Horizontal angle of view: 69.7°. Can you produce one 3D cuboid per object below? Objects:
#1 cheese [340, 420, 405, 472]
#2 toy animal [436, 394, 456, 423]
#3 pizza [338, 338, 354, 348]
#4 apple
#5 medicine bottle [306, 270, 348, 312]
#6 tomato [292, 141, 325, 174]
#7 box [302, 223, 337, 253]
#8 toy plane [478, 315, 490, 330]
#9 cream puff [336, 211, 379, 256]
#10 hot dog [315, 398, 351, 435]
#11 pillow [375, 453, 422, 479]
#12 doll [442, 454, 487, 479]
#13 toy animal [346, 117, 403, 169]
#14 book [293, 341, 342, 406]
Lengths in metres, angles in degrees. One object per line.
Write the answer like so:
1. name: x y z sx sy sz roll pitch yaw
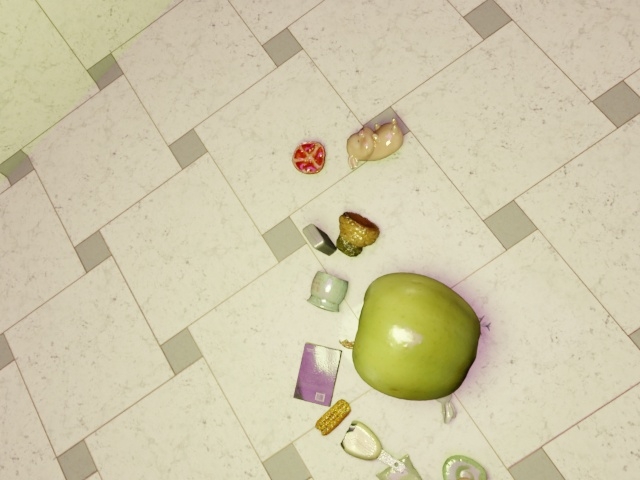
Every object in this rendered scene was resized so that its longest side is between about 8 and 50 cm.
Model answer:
1. cheese: 0.204 0.802 1.754 0.251 0.054 0.127 26 85 20
2. toy animal: 0.459 0.585 1.755 0.182 0.131 0.127 35 119 22
3. pizza: 0.113 0.423 1.878 0.083 0.016 0.037 17 76 15
4. apple: 0.330 0.338 1.633 0.474 0.473 0.473 -2 79 11
5. medicine bottle: 0.029 0.210 1.869 0.147 0.147 0.143 19 85 14
6. tomato: -0.048 -0.358 2.035 0.156 0.069 0.155 -1 80 7
7. box: 0.000 0.000 1.865 0.055 0.244 0.103 -36 75 6
8. toy plane: 0.622 0.329 1.794 0.084 0.024 0.078 9 81 19
9. cream puff: 0.135 -0.012 1.901 0.183 0.183 0.169 31 109 15
10. hot dog: 0.053 0.699 1.820 0.165 0.045 0.071 -44 73 1
11. pillow: 0.333 0.938 1.718 0.148 0.050 0.229 -35 71 -4
12. doll: 0.521 0.923 1.599 0.268 0.216 0.284 25 67 19
13. toy animal: 0.228 -0.415 1.953 0.250 0.154 0.166 -11 35 17
14. book: -0.012 0.544 1.874 0.160 0.024 0.228 11 81 12
